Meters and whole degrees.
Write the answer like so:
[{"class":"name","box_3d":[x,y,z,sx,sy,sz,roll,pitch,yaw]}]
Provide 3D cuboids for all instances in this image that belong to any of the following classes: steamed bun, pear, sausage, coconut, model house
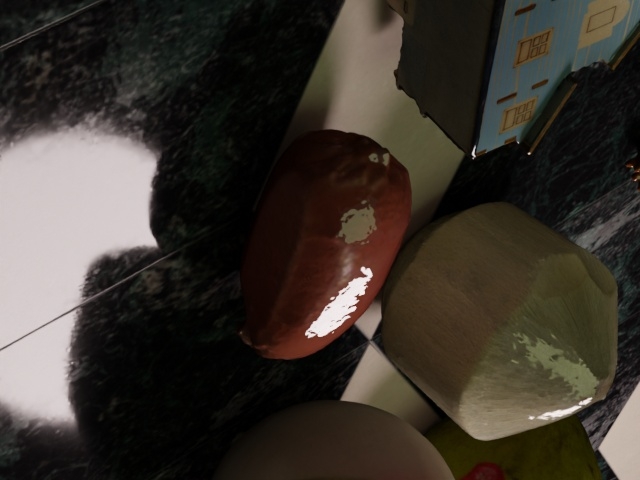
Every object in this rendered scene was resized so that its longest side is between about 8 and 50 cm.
[{"class":"steamed bun","box_3d":[0.031,0.335,1.834,0.309,0.309,0.309,-31,147,-23]},{"class":"pear","box_3d":[0.227,0.335,2.160,0.375,0.287,0.287,-63,157,-25]},{"class":"sausage","box_3d":[0.000,0.000,1.597,0.148,0.148,0.254,-19,146,-38]},{"class":"coconut","box_3d":[0.206,0.094,1.836,0.237,0.266,0.237,-24,136,-26]},{"class":"model house","box_3d":[0.186,-0.228,1.508,0.206,0.178,0.271,-23,141,-23]}]

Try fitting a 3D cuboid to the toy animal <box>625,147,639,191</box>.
[{"class":"toy animal","box_3d":[0.475,-0.188,2.017,0.302,0.225,0.284,-46,173,26]}]
